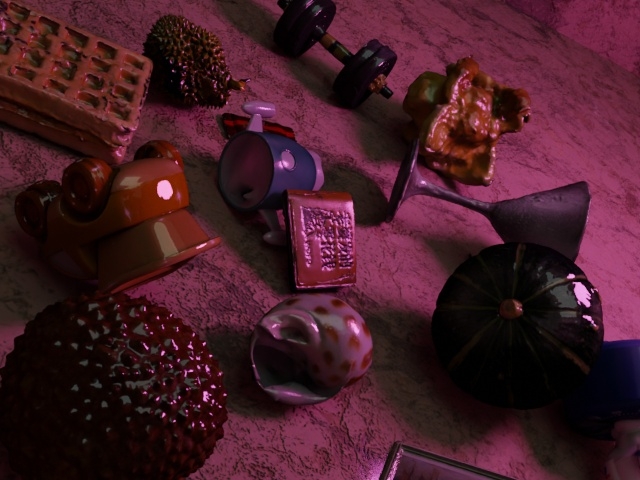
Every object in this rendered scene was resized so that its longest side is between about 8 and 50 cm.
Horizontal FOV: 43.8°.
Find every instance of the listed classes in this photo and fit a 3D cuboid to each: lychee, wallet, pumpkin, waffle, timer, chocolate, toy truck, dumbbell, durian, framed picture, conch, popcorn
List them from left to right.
[{"bbox_3d":[-0.514,-0.304,1.473,0.376,0.114,0.261,21,43,-21],"label":"waffle"},{"bbox_3d":[-0.257,0.207,1.004,0.304,0.275,0.276,60,33,-18],"label":"lychee"},{"bbox_3d":[-0.309,-0.029,1.232,0.204,0.288,0.212,-25,93,-52],"label":"toy truck"},{"bbox_3d":[-0.275,-0.352,1.651,0.237,0.194,0.138,27,40,19],"label":"durian"},{"bbox_3d":[-0.133,-0.244,1.778,0.182,0.028,0.086,11,47,-32],"label":"chocolate"},{"bbox_3d":[-0.006,0.180,1.335,0.274,0.183,0.149,26,7,-24],"label":"conch"},{"bbox_3d":[0.003,0.000,1.538,0.161,0.042,0.196,-1,87,-40],"label":"wallet"},{"bbox_3d":[0.037,-0.497,2.052,0.388,0.185,0.185,42,37,7],"label":"dumbbell"},{"bbox_3d":[0.349,-0.290,2.045,0.321,0.290,0.326,-29,99,-12],"label":"popcorn"},{"bbox_3d":[0.221,0.428,1.267,0.274,0.017,0.217,14,33,14],"label":"framed picture"},{"bbox_3d":[0.375,0.161,1.519,0.323,0.323,0.241,54,7,20],"label":"pumpkin"},{"bbox_3d":[0.613,0.413,1.542,0.270,0.270,0.384,17,57,-24],"label":"timer"}]

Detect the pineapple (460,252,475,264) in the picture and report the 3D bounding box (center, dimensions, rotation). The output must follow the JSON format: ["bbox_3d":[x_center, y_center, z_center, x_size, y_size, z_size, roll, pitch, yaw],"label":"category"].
[{"bbox_3d":[0.414,0.107,1.831,0.221,0.047,0.221,21,40,-18],"label":"pineapple"}]

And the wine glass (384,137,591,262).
[{"bbox_3d":[0.365,-0.073,1.779,0.405,0.267,0.267,19,39,-2],"label":"wine glass"}]

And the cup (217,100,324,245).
[{"bbox_3d":[-0.089,-0.135,1.595,0.173,0.167,0.300,-1,78,-47],"label":"cup"}]
